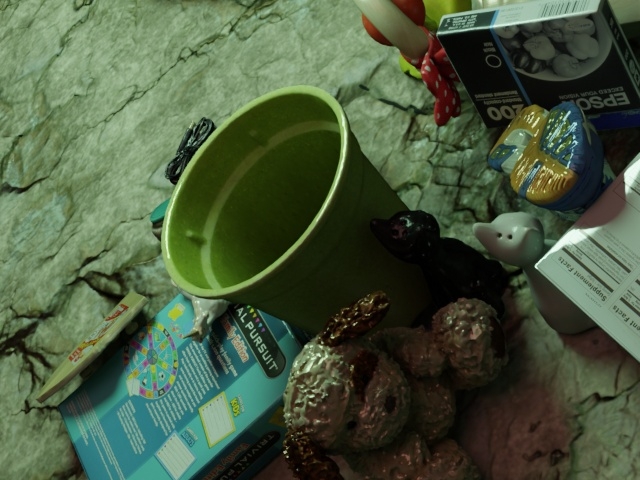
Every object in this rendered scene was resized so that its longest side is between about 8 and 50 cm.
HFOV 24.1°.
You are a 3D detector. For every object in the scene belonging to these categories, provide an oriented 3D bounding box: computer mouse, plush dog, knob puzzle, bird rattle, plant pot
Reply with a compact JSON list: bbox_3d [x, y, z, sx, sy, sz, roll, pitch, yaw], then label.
[{"bbox_3d":[-0.132,-0.119,2.093,0.193,0.042,0.106,9,66,46],"label":"computer mouse"},{"bbox_3d":[0.055,0.170,1.643,0.210,0.225,0.262,9,83,47],"label":"plush dog"},{"bbox_3d":[-0.302,0.150,2.003,0.213,0.030,0.213,-43,10,10],"label":"knob puzzle"},{"bbox_3d":[0.108,-0.253,1.864,0.143,0.207,0.253,-45,18,24],"label":"bird rattle"},{"bbox_3d":[0.000,0.000,1.764,0.276,0.254,0.276,-26,46,30],"label":"plant pot"}]

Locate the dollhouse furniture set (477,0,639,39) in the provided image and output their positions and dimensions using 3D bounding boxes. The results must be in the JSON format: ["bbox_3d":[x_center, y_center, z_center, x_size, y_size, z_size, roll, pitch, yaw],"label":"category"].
[{"bbox_3d":[0.315,-0.433,1.735,0.256,0.362,0.394,-5,90,36],"label":"dollhouse furniture set"}]

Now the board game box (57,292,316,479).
[{"bbox_3d":[-0.157,0.201,1.898,0.336,0.079,0.254,-42,47,9],"label":"board game box"}]

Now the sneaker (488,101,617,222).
[{"bbox_3d":[0.276,-0.075,1.619,0.112,0.131,0.296,-53,8,9],"label":"sneaker"}]

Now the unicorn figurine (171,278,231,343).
[{"bbox_3d":[-0.142,0.064,1.879,0.111,0.060,0.162,-52,30,1],"label":"unicorn figurine"}]

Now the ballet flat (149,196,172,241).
[{"bbox_3d":[-0.081,-0.064,1.979,0.316,0.106,0.107,-28,18,29],"label":"ballet flat"}]

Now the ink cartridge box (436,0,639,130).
[{"bbox_3d":[0.265,-0.184,1.714,0.206,0.208,0.045,-4,47,36],"label":"ink cartridge box"}]

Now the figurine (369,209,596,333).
[{"bbox_3d":[0.187,0.024,1.651,0.215,0.209,0.092,1,66,37],"label":"figurine"}]

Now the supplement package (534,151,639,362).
[{"bbox_3d":[0.401,0.020,1.499,0.262,0.199,0.198,-48,46,5],"label":"supplement package"}]
